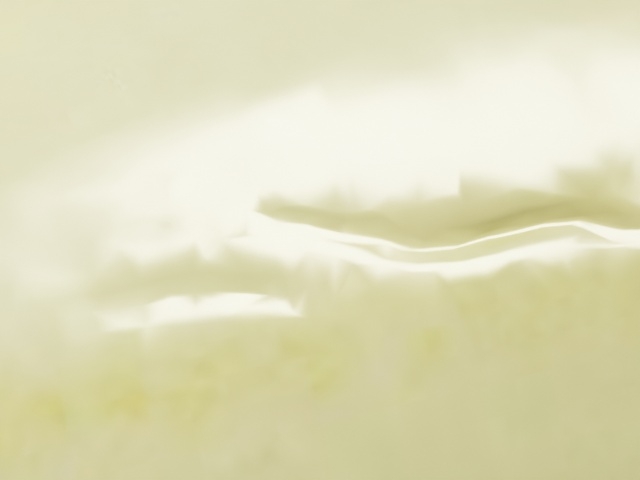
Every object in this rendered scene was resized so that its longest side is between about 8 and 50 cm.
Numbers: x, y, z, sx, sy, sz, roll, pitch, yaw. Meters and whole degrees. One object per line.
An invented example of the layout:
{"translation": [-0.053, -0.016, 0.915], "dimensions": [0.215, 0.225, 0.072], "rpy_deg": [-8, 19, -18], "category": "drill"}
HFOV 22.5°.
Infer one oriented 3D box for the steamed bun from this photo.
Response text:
{"translation": [0.000, 0.000, 0.523], "dimensions": [0.371, 0.290, 0.456], "rpy_deg": [-6, 4, 2], "category": "steamed bun"}
